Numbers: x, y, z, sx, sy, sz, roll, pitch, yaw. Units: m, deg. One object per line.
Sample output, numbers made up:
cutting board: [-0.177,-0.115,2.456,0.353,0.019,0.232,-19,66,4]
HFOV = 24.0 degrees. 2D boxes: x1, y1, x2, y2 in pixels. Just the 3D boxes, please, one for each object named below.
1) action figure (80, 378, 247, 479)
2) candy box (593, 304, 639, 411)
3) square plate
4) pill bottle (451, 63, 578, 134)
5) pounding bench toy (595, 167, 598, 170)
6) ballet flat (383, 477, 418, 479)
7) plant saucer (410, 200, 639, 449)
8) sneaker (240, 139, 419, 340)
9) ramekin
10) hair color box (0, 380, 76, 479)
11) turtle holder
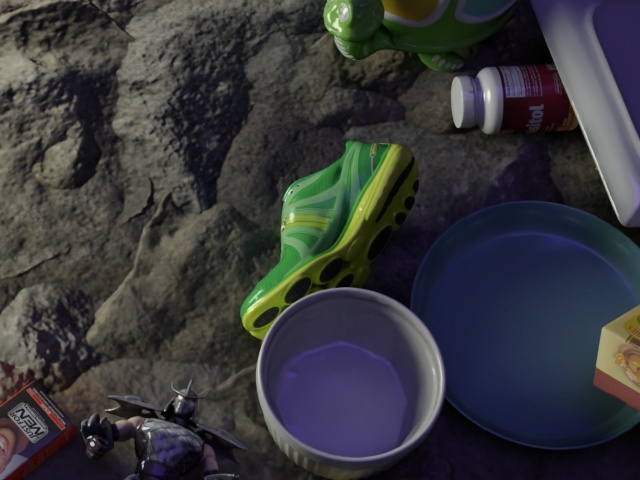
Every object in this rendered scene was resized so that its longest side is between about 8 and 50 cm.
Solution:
action figure: [-0.181,0.269,1.596,0.185,0.099,0.285,16,59,8]
candy box: [0.476,0.109,1.676,0.316,0.087,0.183,-24,40,-36]
square plate: [0.462,-0.184,1.880,0.344,0.049,0.347,-4,63,-26]
pill bottle: [0.244,-0.176,1.882,0.152,0.086,0.086,-4,63,-7]
pounding bench toy: [0.374,-0.097,1.873,0.065,0.052,0.083,27,63,8]
ballet flat: [0.022,0.310,1.608,0.232,0.073,0.080,-21,67,-17]
plant saucer: [0.259,0.101,1.763,0.318,0.043,0.317,3,62,-6]
sneaker: [0.000,0.000,1.768,0.123,0.109,0.295,23,62,35]
ramekin: [0.030,0.167,1.664,0.207,0.109,0.207,2,62,-4]
hair color box: [-0.342,0.225,1.629,0.141,0.043,0.072,-39,74,-22]
turtle holder: [0.122,-0.365,1.887,0.320,0.227,0.243,-16,66,-15]
